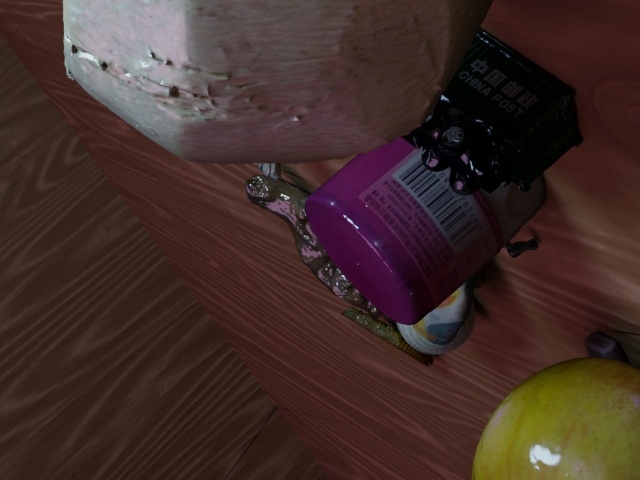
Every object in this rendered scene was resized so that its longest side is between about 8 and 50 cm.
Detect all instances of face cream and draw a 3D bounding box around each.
[{"bbox_3d":[0.109,-0.036,1.579,0.175,0.195,0.175,47,166,16],"label":"face cream"}]

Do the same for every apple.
[{"bbox_3d":[0.301,0.262,1.649,0.286,0.233,0.286,29,145,24],"label":"apple"}]

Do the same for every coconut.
[{"bbox_3d":[-0.020,-0.226,1.180,0.346,0.360,0.346,180,90,-84],"label":"coconut"}]

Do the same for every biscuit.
[{"bbox_3d":[0.115,0.150,2.349,0.126,0.025,0.206,33,177,-26],"label":"biscuit"}]

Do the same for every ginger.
[{"bbox_3d":[0.002,0.002,2.293,0.290,0.084,0.122,48,-172,-13],"label":"ginger"}]

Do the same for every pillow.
[{"bbox_3d":[0.107,0.019,1.891,0.233,0.086,0.214,37,144,40],"label":"pillow"}]

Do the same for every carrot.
[{"bbox_3d":[0.171,0.023,1.887,0.093,0.032,0.032,47,167,31],"label":"carrot"}]

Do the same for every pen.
[{"bbox_3d":[0.352,0.184,1.758,0.053,0.032,0.197,31,155,50],"label":"pen"}]

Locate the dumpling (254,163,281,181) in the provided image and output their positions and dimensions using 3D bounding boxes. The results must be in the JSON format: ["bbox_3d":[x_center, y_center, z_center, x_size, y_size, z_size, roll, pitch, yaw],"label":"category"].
[{"bbox_3d":[-0.095,-0.175,2.034,0.136,0.118,0.199,-107,-4,-66],"label":"dumpling"}]

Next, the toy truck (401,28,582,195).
[{"bbox_3d":[0.109,-0.144,1.442,0.259,0.121,0.088,40,164,33],"label":"toy truck"}]

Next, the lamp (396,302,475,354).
[{"bbox_3d":[0.138,0.088,2.039,0.106,0.106,0.193,54,175,-17],"label":"lamp"}]

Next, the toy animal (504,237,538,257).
[{"bbox_3d":[0.128,-0.052,1.719,0.253,0.079,0.070,36,155,38],"label":"toy animal"}]
